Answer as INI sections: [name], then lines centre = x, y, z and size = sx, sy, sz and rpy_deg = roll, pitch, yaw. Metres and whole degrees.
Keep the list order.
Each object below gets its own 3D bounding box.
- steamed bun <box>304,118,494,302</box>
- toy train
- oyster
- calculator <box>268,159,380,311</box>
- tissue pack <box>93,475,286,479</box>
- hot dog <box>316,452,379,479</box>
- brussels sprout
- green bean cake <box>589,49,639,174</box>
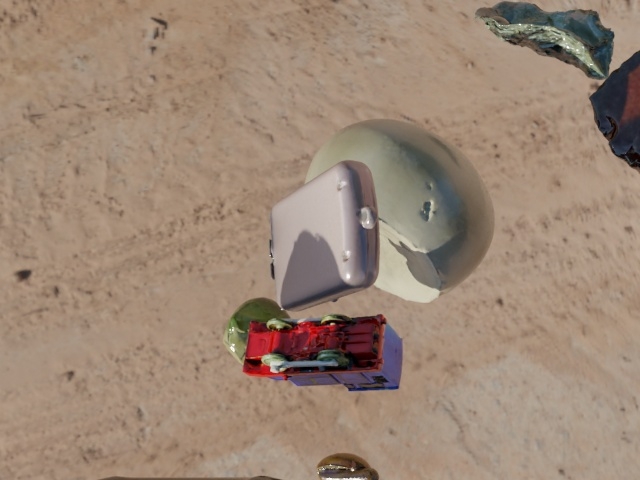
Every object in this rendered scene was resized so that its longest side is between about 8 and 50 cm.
[steamed bun]
centre = 0.131, -0.060, 1.379
size = 0.324, 0.324, 0.206
rpy_deg = 35, 70, 8
[toy train]
centre = 0.005, 0.158, 1.201
size = 0.204, 0.131, 0.082
rpy_deg = -6, 60, 25
[oyster]
centre = 0.370, -0.353, 1.424
size = 0.252, 0.199, 0.087
rpy_deg = 17, 121, 18
[calculator]
centre = 0.000, 0.000, 0.685
size = 0.175, 0.032, 0.100
rpy_deg = -25, 66, 61
[tissue pack]
centre = -0.134, 0.434, 1.016
size = 0.387, 0.267, 0.277
rpy_deg = -7, 138, 23
[hot dog]
centre = 0.054, 0.458, 1.664
size = 0.140, 0.060, 0.089
rpy_deg = 2, 100, 27
[brussels sprout]
centre = -0.123, 0.193, 1.768
size = 0.155, 0.117, 0.155
rpy_deg = 3, 69, -9
[green bean cake]
centre = 0.345, -0.042, 0.670
size = 0.199, 0.232, 0.097
rpy_deg = 14, 128, -30
